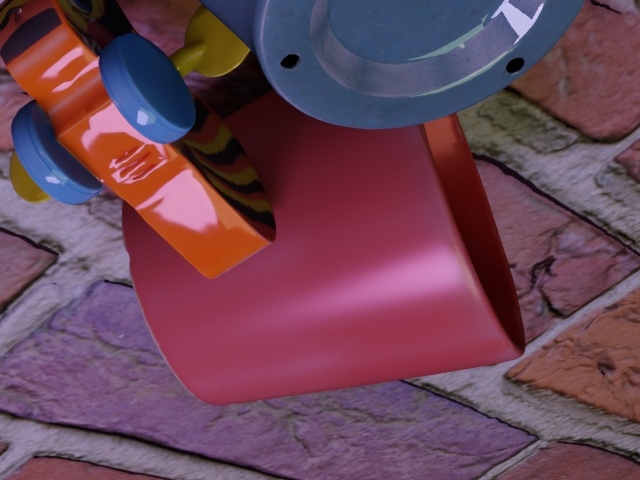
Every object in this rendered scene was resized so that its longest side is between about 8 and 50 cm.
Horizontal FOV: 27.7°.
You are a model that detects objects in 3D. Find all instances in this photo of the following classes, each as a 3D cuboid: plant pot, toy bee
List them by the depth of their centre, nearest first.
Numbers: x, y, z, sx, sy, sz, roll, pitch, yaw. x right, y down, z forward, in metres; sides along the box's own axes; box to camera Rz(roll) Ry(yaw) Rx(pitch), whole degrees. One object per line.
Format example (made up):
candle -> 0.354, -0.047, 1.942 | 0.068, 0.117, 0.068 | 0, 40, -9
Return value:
plant pot -> 0.019, -0.211, 0.704 | 0.271, 0.255, 0.272 | -14, 144, -10
toy bee -> -0.133, -0.114, 0.811 | 0.195, 0.162, 0.298 | -15, 137, 7
plant pot -> 0.000, 0.000, 0.991 | 0.243, 0.275, 0.275 | -20, 146, 13
